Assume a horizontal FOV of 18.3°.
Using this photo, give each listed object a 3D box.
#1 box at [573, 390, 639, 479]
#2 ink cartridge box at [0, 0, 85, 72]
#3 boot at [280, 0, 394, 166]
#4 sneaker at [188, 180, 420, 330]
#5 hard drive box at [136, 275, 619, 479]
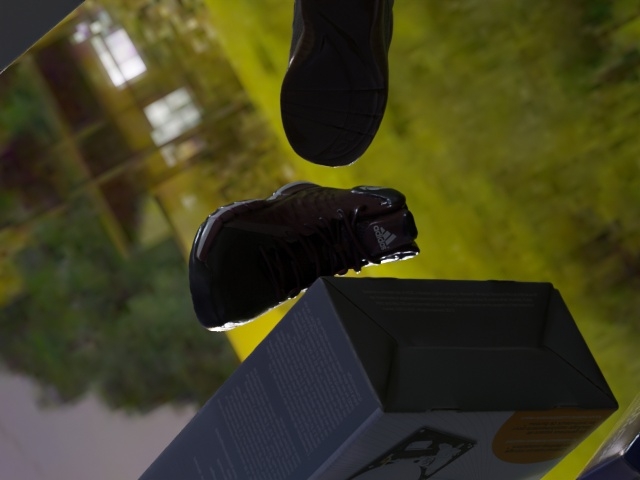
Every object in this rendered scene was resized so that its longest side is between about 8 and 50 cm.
[{"bbox_3d":[0.308,0.173,1.842,0.036,0.136,0.225,39,162,2],"label":"box"},{"bbox_3d":[-0.174,-0.202,1.203,0.148,0.203,0.086,30,159,55],"label":"ink cartridge box"},{"bbox_3d":[0.022,-0.176,1.433,0.165,0.077,0.213,-76,-7,-50],"label":"boot"},{"bbox_3d":[0.000,0.000,1.837,0.281,0.163,0.106,-41,-58,-58],"label":"sneaker"},{"bbox_3d":[0.021,0.123,1.110,0.181,0.232,0.089,3,-129,-40],"label":"hard drive box"}]
